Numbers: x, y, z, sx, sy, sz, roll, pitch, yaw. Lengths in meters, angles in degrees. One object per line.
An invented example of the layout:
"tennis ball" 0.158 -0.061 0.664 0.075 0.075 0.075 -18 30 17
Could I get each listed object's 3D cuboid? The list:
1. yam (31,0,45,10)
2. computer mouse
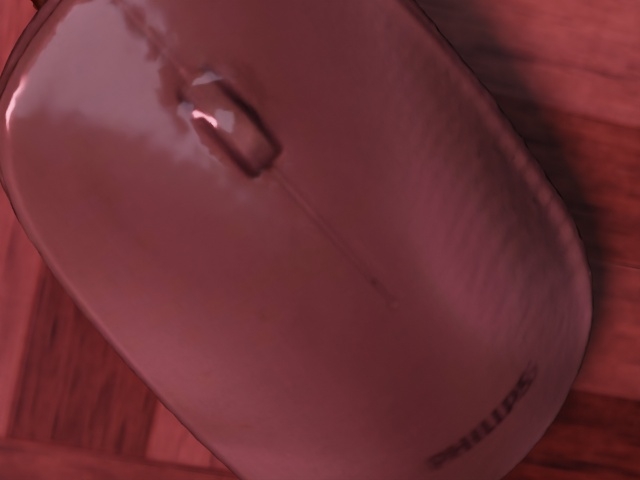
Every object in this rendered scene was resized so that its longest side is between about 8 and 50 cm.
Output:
"yam" -0.122 -0.137 0.768 0.061 0.061 0.253 -39 109 -5
"computer mouse" 0.003 0.002 0.782 0.197 0.095 0.331 -47 126 -6
